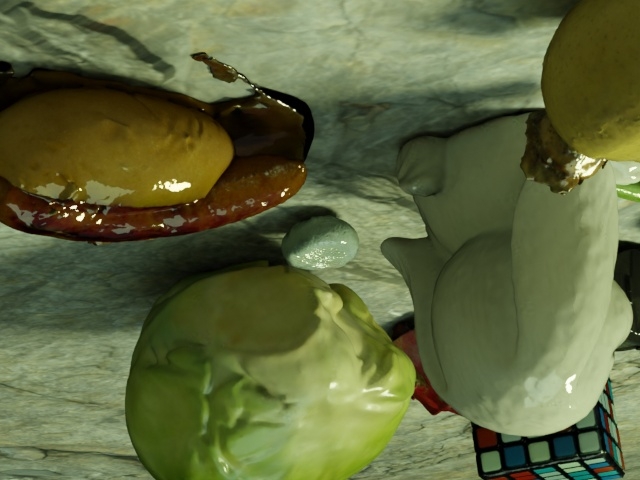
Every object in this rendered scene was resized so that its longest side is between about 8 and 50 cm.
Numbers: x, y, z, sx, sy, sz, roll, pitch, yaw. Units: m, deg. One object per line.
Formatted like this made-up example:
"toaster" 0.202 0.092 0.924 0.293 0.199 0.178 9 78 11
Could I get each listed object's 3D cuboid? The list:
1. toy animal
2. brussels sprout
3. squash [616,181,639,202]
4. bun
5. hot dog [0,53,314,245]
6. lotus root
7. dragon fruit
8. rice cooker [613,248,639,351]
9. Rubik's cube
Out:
"toy animal" 0.166 0.040 1.246 0.206 0.265 0.271 10 157 -35
"brussels sprout" -0.062 0.149 1.535 0.344 0.268 0.344 -20 150 -12
"squash" 0.313 -0.050 1.389 0.089 0.027 0.027 3 159 -19
"bun" 0.000 0.000 1.412 0.083 0.045 0.083 -6 158 -3
"hot dog" -0.150 -0.056 1.115 0.326 0.107 0.194 -2 160 -12
"lotus root" 0.247 -0.135 0.961 0.146 0.131 0.303 6 156 -32
"dragon fruit" 0.169 0.169 1.823 0.161 0.126 0.274 10 155 -39
"rice cooker" 0.345 0.070 1.610 0.106 0.112 0.165 -13 159 37
"Rubik's cube" 0.317 0.248 2.004 0.182 0.184 0.187 -12 161 18
